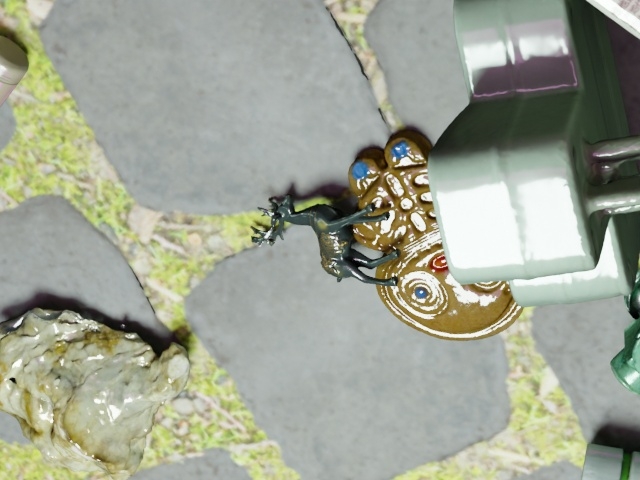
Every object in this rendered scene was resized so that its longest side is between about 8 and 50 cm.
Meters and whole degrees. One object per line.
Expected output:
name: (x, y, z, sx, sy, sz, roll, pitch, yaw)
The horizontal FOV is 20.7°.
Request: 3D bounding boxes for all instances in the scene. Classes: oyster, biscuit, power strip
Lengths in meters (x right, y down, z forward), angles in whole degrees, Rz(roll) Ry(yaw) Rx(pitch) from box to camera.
oyster: (-0.193, 0.122, 1.426, 0.191, 0.081, 0.163, -32, 99, 21)
biscuit: (0.087, 0.003, 1.328, 0.124, 0.026, 0.175, -29, 105, 23)
power strip: (0.167, -0.069, 1.143, 0.141, 0.261, 0.229, -8, 112, 18)

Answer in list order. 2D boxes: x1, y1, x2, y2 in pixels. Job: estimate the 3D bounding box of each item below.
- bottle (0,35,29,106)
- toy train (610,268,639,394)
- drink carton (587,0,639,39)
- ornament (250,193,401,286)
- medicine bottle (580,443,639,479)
bottle: (-0.266, -0.113, 1.351, 0.045, 0.045, 0.096, 42, 115, -7)
toy train: (0.328, 0.041, 1.254, 0.159, 0.101, 0.248, 32, 120, -17)
drink carton: (0.282, -0.172, 1.105, 0.324, 0.194, 0.132, 34, 116, -3)
ornament: (0.000, 0.000, 1.334, 0.125, 0.028, 0.073, 1, 119, 32)
medicine bottle: (0.289, 0.213, 1.344, 0.183, 0.086, 0.086, 9, 116, 9)
